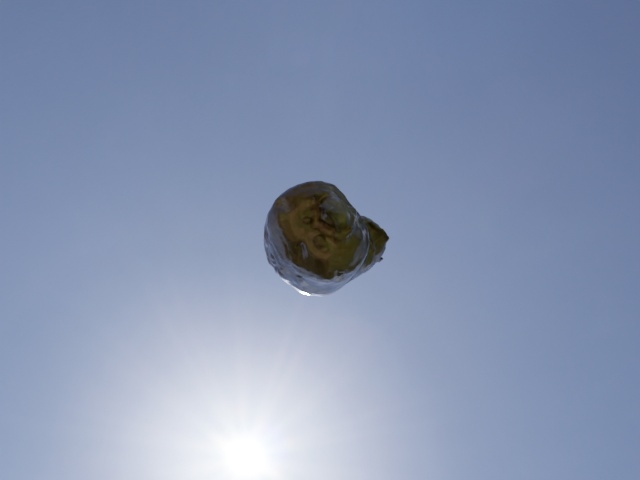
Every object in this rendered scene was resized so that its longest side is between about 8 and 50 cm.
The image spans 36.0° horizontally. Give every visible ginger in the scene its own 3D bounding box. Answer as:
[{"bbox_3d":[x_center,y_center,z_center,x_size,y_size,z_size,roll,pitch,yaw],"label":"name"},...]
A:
[{"bbox_3d":[0.000,0.000,1.295,0.152,0.267,0.138,-34,-101,4],"label":"ginger"}]
